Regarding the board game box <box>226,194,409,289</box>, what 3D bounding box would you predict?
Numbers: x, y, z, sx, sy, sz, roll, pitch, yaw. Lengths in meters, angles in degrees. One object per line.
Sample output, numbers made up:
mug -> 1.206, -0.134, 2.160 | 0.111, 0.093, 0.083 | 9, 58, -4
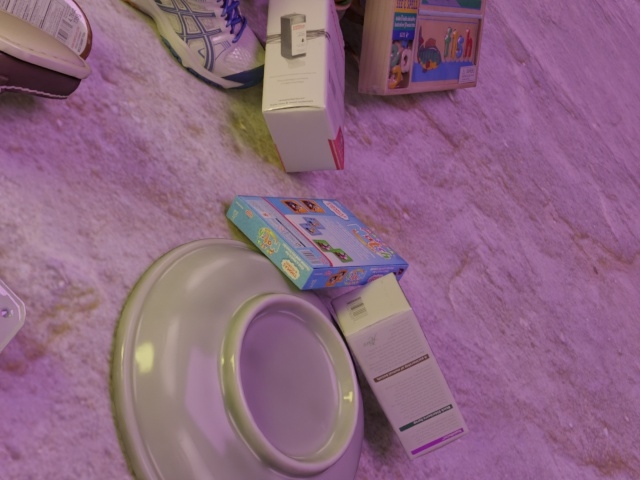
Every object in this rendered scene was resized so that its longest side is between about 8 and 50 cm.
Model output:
board game box -> 0.000, 0.000, 1.310 | 0.211, 0.039, 0.160 | -2, 37, -50

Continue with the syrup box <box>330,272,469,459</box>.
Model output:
syrup box -> 0.108, 0.170, 1.307 | 0.093, 0.096, 0.237 | -112, 177, -60

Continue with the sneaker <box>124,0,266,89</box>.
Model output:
sneaker -> -0.155, -0.313, 1.275 | 0.296, 0.131, 0.112 | 39, 43, -34

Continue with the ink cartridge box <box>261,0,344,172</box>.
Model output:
ink cartridge box -> -0.019, -0.227, 1.377 | 0.158, 0.092, 0.218 | 70, 20, -60

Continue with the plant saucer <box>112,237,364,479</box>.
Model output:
plant saucer -> -0.058, 0.176, 1.166 | 0.400, 0.100, 0.400 | 27, 52, -40

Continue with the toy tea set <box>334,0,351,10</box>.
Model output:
toy tea set -> 0.020, -0.477, 1.490 | 0.200, 0.124, 0.336 | 34, 48, -23

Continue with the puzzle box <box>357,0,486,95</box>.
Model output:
puzzle box -> 0.187, -0.390, 1.663 | 0.409, 0.052, 0.272 | -20, 118, -59

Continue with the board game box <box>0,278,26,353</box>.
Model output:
board game box -> -0.474, 0.051, 0.759 | 0.390, 0.050, 0.390 | 52, 40, -20

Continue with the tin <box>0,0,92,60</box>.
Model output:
tin -> -0.339, -0.262, 1.101 | 0.190, 0.040, 0.106 | 35, 43, -36

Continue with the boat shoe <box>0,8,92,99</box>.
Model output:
boat shoe -> -0.376, -0.189, 0.966 | 0.116, 0.096, 0.324 | 41, 18, 35

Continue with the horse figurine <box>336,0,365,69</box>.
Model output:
horse figurine -> 0.032, -0.357, 1.576 | 0.174, 0.066, 0.263 | 53, 46, -12
